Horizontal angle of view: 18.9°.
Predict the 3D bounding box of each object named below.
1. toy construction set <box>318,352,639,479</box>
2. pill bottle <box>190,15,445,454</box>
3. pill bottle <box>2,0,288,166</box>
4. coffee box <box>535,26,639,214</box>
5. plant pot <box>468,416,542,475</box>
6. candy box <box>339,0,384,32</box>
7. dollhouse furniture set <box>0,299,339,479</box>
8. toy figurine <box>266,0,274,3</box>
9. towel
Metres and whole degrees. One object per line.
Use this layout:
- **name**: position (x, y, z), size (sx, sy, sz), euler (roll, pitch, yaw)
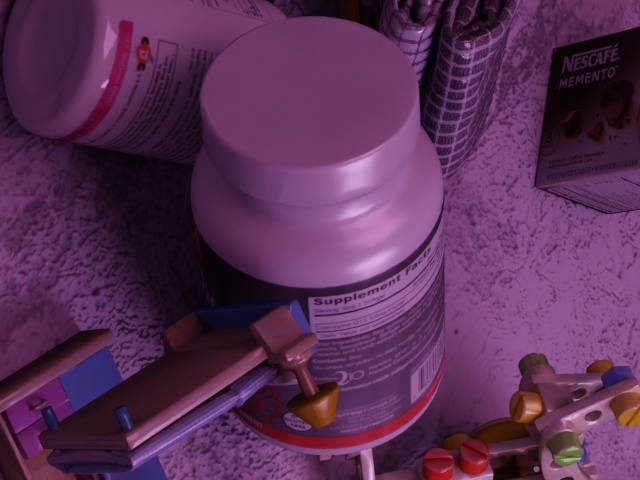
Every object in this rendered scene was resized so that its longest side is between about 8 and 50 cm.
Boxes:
- **toy construction set**: position (0.134, 0.197, 1.804), size (0.215, 0.328, 0.151), euler (92, 0, -48)
- **pill bottle**: position (0.000, 0.000, 1.614), size (0.210, 0.210, 0.363), euler (-50, 152, -32)
- **pill bottle**: position (-0.119, -0.147, 1.674), size (0.283, 0.160, 0.160), euler (10, 79, -39)
- **coffee box**: position (0.375, -0.134, 2.003), size (0.119, 0.297, 0.168), euler (18, 75, -34)
- **plant pot**: position (0.207, 0.249, 1.944), size (0.095, 0.134, 0.134), euler (23, 68, -67)
- **candy box**: position (0.066, -0.188, 1.924), size (0.105, 0.027, 0.206), euler (-1, 86, -44)
- **dollhouse furniture set**: position (-0.152, 0.202, 1.515), size (0.286, 0.303, 0.198), euler (-33, 106, -38)
- **toy figurine**: position (-0.058, -0.295, 1.703), size (0.213, 0.209, 0.148), euler (24, 58, -47)
- **towel**: position (0.139, -0.227, 1.820), size (0.121, 0.235, 0.283), euler (19, 60, 7)
